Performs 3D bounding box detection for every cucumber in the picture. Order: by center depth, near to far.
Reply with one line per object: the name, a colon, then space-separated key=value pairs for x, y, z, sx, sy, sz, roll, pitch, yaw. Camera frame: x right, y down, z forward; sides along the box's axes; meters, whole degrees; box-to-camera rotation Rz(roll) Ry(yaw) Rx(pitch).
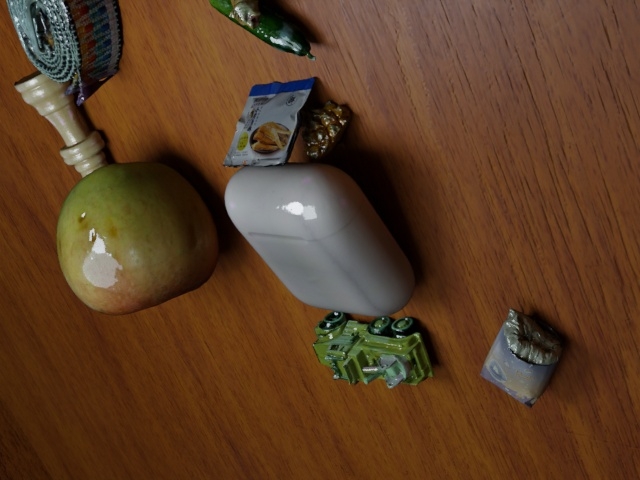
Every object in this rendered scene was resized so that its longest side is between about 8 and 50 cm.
cucumber: x=-0.097 y=-0.373 z=1.784 sx=0.250 sy=0.056 sz=0.056 roll=34 pitch=141 yaw=22

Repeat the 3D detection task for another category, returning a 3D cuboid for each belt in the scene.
belt: x=-0.520 y=-0.439 z=2.074 sx=0.206 sy=0.160 sz=0.295 roll=28 pitch=138 yaw=27

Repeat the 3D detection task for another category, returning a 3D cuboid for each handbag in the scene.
handbag: x=0.347 y=0.203 z=1.801 sx=0.117 sy=0.095 sz=0.173 roll=31 pitch=143 yaw=18

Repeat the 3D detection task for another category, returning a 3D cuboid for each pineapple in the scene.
pineapple: x=0.001 y=-0.203 z=1.838 sx=0.114 sy=0.077 sz=0.114 roll=45 pitch=110 yaw=24

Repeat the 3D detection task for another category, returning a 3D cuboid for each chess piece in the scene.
chess piece: x=-0.536 y=-0.203 z=2.347 sx=0.117 sy=0.117 sz=0.397 roll=-3 pitch=121 yaw=47

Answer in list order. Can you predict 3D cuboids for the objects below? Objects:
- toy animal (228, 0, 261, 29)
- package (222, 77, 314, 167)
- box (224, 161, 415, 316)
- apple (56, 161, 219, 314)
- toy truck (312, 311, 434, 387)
toy animal: x=-0.148 y=-0.469 z=1.726 sx=0.099 sy=0.056 sz=0.241 roll=-32 pitch=80 yaw=52
package: x=-0.092 y=-0.207 z=1.848 sx=0.171 sy=0.173 sz=0.027 roll=0 pitch=158 yaw=47
box: x=0.001 y=-0.001 z=1.889 sx=0.288 sy=0.141 sz=0.349 roll=7 pitch=145 yaw=44
apple: x=-0.396 y=-0.009 z=2.198 sx=0.338 sy=0.338 sz=0.305 roll=-17 pitch=94 yaw=52
toy truck: x=0.084 y=0.226 z=2.060 sx=0.259 sy=0.135 sz=0.128 roll=8 pitch=127 yaw=46
